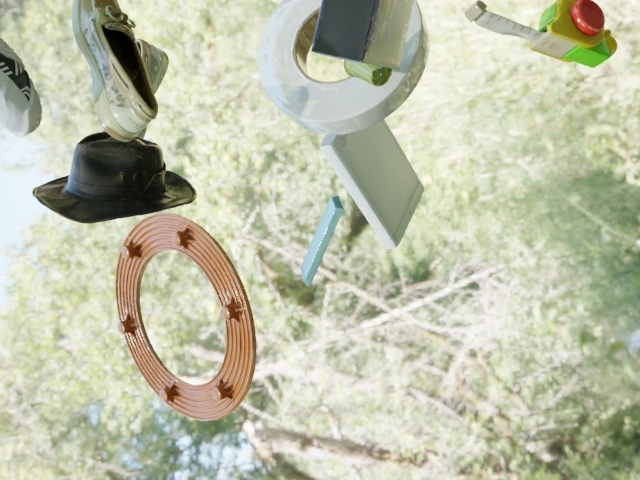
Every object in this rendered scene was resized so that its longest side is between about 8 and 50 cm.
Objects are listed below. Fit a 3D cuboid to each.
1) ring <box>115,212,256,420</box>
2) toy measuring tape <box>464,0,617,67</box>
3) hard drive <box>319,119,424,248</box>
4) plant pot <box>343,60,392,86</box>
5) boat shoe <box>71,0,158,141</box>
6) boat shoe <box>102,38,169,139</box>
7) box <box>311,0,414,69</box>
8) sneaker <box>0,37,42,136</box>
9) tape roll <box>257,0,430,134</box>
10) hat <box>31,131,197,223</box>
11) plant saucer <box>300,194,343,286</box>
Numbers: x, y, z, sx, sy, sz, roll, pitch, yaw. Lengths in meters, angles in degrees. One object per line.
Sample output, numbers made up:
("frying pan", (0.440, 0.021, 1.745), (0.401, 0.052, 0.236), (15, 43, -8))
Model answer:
("ring", (-0.226, 0.124, 1.358), (0.032, 0.336, 0.337), (-16, -84, -45))
("toy measuring tape", (0.401, -0.400, 1.556), (0.121, 0.330, 0.121), (-40, 44, 54))
("hard drive", (0.142, -0.184, 2.220), (0.353, 0.047, 0.233), (54, -133, -31))
("plant pot", (0.103, -0.351, 1.752), (0.079, 0.083, 0.083), (47, 161, 40))
("boat shoe", (-0.323, -0.301, 1.402), (0.104, 0.089, 0.285), (5, -117, -57))
("boat shoe", (-0.453, -0.320, 2.017), (0.098, 0.109, 0.302), (21, -87, -60))
("box", (0.087, -0.412, 1.564), (0.261, 0.103, 0.184), (-24, -50, -69))
("sneaker", (-0.591, -0.259, 1.262), (0.366, 0.137, 0.210), (51, -127, -21))
("tape roll", (0.048, -0.423, 1.912), (0.072, 0.392, 0.392), (38, -142, -61))
("hat", (-0.415, -0.149, 1.763), (0.331, 0.331, 0.134), (-92, 7, -66))
("plant saucer", (0.000, 0.000, 1.791), (0.067, 0.018, 0.192), (-108, 36, -59))
